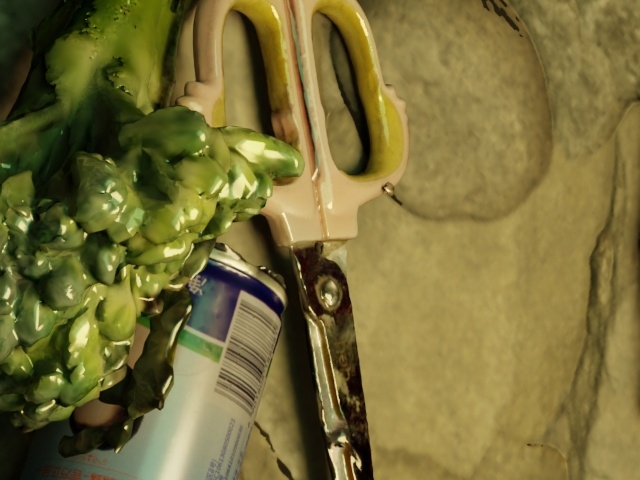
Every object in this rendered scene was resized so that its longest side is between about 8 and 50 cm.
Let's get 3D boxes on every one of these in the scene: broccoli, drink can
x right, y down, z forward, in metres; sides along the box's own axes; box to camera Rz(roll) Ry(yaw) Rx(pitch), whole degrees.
[{"bbox_3d":[-0.095,-0.052,0.830,0.177,0.198,0.275,47,63,-26],"label":"broccoli"},{"bbox_3d":[-0.089,0.118,0.886,0.097,0.097,0.235,27,69,-29],"label":"drink can"}]

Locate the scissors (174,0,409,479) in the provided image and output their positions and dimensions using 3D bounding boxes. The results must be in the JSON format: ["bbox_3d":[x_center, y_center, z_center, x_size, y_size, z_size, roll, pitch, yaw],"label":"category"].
[{"bbox_3d":[0.000,0.000,0.996,0.160,0.024,0.317,-4,83,-45],"label":"scissors"}]
